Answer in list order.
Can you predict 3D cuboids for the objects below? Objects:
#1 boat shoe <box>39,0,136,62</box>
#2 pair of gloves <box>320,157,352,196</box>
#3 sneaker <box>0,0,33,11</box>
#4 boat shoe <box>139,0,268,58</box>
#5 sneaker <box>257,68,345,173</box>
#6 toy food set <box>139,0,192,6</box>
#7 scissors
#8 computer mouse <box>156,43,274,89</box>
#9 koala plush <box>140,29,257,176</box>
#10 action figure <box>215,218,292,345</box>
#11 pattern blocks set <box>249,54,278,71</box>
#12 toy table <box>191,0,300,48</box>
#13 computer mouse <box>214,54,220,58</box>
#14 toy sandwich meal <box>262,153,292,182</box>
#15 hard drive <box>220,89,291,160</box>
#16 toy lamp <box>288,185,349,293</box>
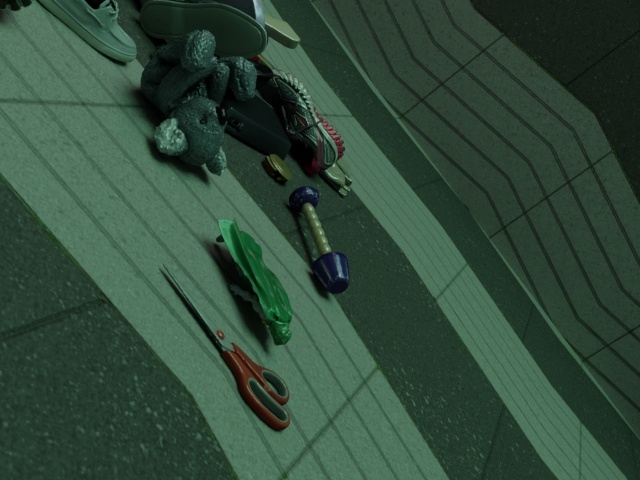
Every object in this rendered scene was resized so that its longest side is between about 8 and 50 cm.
[{"bbox_3d":[-0.419,-0.420,1.507,0.227,0.081,0.079,36,25,-39],"label":"boat shoe"},{"bbox_3d":[0.020,-0.232,2.247,0.204,0.042,0.240,47,20,-15],"label":"pair of gloves"},{"bbox_3d":[-0.581,-0.492,1.247,0.330,0.130,0.147,43,7,-34],"label":"sneaker"},{"bbox_3d":[-0.240,-0.468,1.761,0.303,0.114,0.091,20,24,14],"label":"boat shoe"},{"bbox_3d":[-0.064,-0.306,2.064,0.299,0.121,0.112,50,58,-4],"label":"sneaker"},{"bbox_3d":[-0.348,-0.599,1.971,0.306,0.092,0.219,19,37,-57],"label":"toy food set"},{"bbox_3d":[-0.142,0.160,1.206,0.297,0.021,0.109,49,21,-14],"label":"scissors"},{"bbox_3d":[-0.238,-0.372,1.776,0.184,0.060,0.262,32,27,26],"label":"computer mouse"},{"bbox_3d":[-0.236,-0.236,1.518,0.196,0.203,0.221,21,57,-58],"label":"koala plush"},{"bbox_3d":[-0.105,0.079,1.371,0.137,0.063,0.232,30,25,-52],"label":"action figure"},{"bbox_3d":[-0.170,-0.496,2.227,0.325,0.026,0.285,38,13,-48],"label":"pattern blocks set"},{"bbox_3d":[-0.169,-0.535,1.874,0.161,0.252,0.274,-8,67,-46],"label":"toy table"},{"bbox_3d":[-0.248,-0.437,1.967,0.242,0.041,0.071,8,51,-56],"label":"computer mouse"},{"bbox_3d":[-0.099,-0.164,1.875,0.085,0.029,0.085,48,15,-17],"label":"toy sandwich meal"},{"bbox_3d":[-0.172,-0.294,1.894,0.255,0.054,0.172,25,33,-53],"label":"hard drive"},{"bbox_3d":[0.000,0.000,1.736,0.080,0.080,0.274,35,25,-41],"label":"toy lamp"}]
